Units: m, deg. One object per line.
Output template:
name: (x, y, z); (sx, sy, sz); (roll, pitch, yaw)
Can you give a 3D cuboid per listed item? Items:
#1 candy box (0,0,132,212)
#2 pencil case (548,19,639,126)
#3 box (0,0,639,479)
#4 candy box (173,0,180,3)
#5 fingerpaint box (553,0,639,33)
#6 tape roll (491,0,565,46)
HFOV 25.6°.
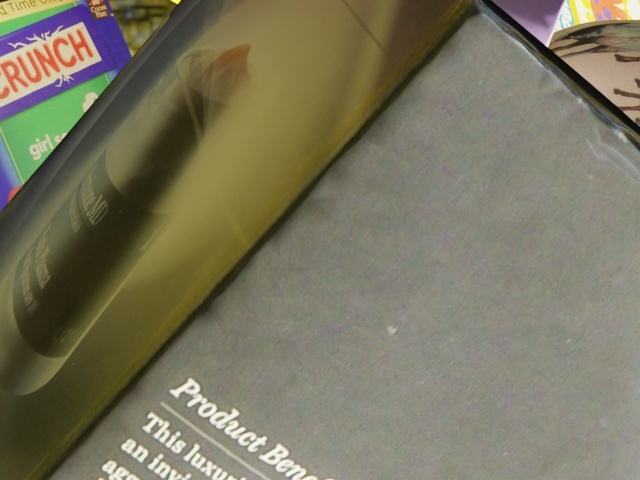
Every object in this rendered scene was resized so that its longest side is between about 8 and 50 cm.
candy box: (-0.315, -0.112, 1.588); (0.122, 0.268, 0.317); (-18, -83, 46)
pencil case: (0.274, 0.018, 1.171); (0.160, 0.184, 0.410); (-67, 150, -42)
box: (-0.018, 0.031, 0.549); (0.294, 0.183, 0.296); (-47, -158, 10)
candy box: (-0.218, -0.303, 1.402); (0.206, 0.105, 0.027); (39, -85, 36)
fingerpaint box: (0.420, -0.205, 1.588); (0.371, 0.163, 0.445); (42, -17, 50)
tape roll: (0.105, -0.148, 0.928); (0.189, 0.080, 0.189); (-159, -90, -88)
